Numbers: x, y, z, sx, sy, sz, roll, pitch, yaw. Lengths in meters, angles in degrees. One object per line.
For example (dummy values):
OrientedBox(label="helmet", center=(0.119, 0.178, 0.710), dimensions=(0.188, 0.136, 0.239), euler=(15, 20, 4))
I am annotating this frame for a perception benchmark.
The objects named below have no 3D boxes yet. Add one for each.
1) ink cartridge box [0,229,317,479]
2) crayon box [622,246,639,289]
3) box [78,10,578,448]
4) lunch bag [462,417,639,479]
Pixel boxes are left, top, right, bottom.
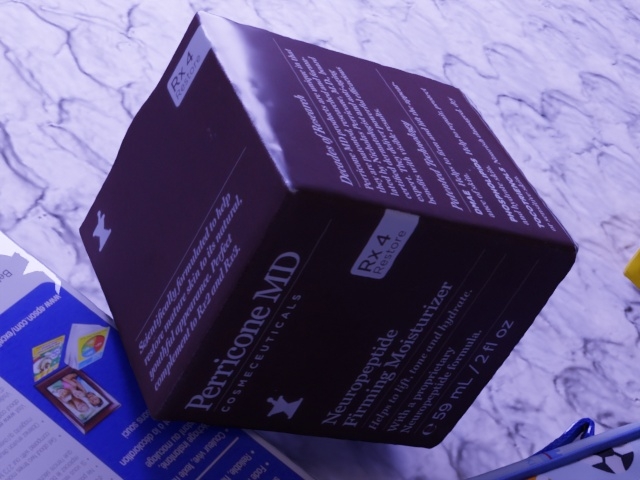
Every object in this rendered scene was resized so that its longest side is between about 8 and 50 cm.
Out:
OrientedBox(label="ink cartridge box", center=(-0.116, 0.145, 0.817), dimensions=(0.371, 0.069, 0.176), euler=(35, 45, 12))
OrientedBox(label="crayon box", center=(0.423, 0.029, 0.984), dimensions=(0.363, 0.313, 0.106), euler=(45, 45, 19))
OrientedBox(label="box", center=(0.000, 0.000, 0.880), dimensions=(0.203, 0.168, 0.167), euler=(10, 35, -34))
OrientedBox(label="lunch bag", center=(0.142, 0.212, 0.756), dimensions=(0.303, 0.115, 0.243), euler=(-11, 53, -33))
